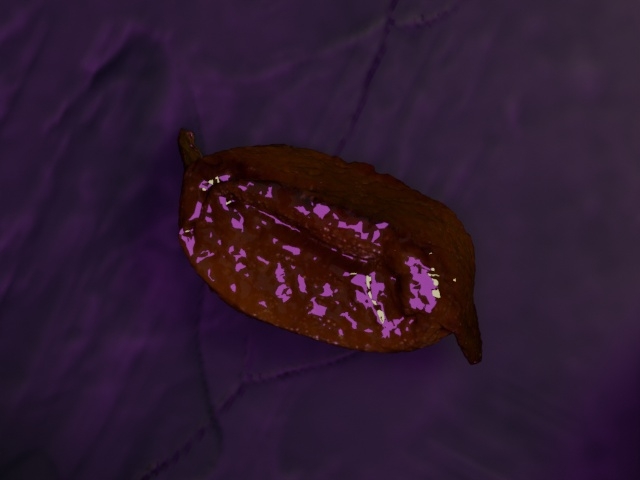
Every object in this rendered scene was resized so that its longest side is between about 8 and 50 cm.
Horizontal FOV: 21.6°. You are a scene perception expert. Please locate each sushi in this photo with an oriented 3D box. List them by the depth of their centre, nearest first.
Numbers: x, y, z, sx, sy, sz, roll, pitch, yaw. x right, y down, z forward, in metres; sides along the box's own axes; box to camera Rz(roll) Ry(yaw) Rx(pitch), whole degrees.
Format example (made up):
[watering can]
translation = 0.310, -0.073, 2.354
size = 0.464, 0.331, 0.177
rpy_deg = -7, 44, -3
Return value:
[sushi]
translation = 0.000, 0.000, 0.544
size = 0.120, 0.055, 0.052
rpy_deg = 16, 103, 13
